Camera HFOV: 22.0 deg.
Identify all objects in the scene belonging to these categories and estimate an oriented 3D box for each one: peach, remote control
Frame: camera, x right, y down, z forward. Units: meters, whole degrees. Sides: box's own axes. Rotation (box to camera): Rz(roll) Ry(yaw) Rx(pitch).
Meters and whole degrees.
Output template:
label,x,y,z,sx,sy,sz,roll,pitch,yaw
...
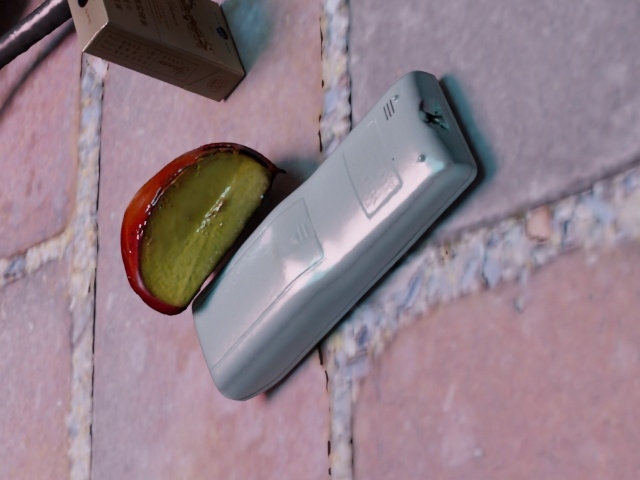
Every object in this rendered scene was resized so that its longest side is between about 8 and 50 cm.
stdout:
label,x,y,z,sx,sy,sz,roll,pitch,yaw
peach,-0.059,-0.011,0.737,0.083,0.050,0.077,-37,20,47
remote control,0.000,0.000,0.697,0.162,0.029,0.061,-48,48,32

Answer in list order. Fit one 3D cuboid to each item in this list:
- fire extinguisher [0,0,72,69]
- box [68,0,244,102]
label,x,y,z,sx,sy,sz,roll,pitch,yaw
fire extinguisher,-0.206,-0.166,0.967,0.200,0.113,0.376,31,109,7
box,-0.079,-0.102,0.782,0.024,0.083,0.053,-43,47,28
